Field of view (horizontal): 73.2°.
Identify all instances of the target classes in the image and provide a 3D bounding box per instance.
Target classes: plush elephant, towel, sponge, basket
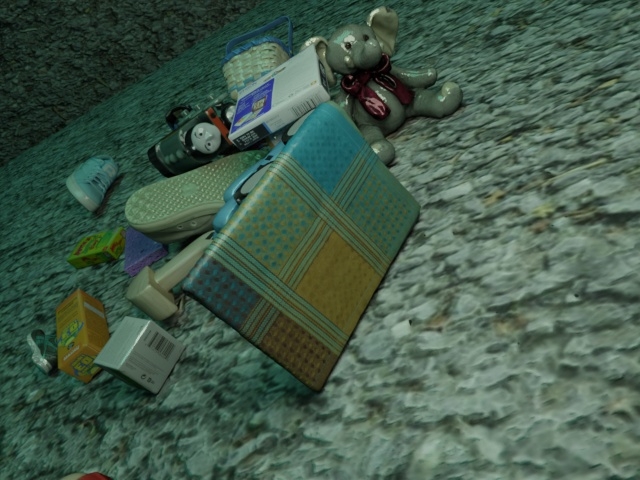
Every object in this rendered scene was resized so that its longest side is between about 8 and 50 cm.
[{"bbox_3d":[0.109,-0.368,0.964,0.272,0.255,0.330,-35,38,-1],"label":"plush elephant"},{"bbox_3d":[0.000,0.000,0.656,0.040,0.271,0.370,-4,46,54],"label":"towel"},{"bbox_3d":[-0.478,0.001,1.178,0.117,0.031,0.210,-33,38,1],"label":"sponge"},{"bbox_3d":[-0.203,-0.581,1.427,0.254,0.201,0.289,-12,75,24],"label":"basket"}]

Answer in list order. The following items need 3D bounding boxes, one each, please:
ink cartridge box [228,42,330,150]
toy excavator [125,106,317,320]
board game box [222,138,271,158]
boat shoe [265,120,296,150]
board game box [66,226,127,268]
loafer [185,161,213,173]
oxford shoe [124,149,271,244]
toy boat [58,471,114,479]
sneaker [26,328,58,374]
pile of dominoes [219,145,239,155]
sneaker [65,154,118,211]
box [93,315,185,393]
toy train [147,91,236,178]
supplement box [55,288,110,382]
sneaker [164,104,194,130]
[{"bbox_3d":[-0.084,-0.293,0.871,0.206,0.045,0.208,-25,41,19],"label":"ink cartridge box"},{"bbox_3d":[-0.146,-0.015,0.852,0.445,0.222,0.433,-4,44,50],"label":"toy excavator"},{"bbox_3d":[-0.212,-0.201,1.140,0.281,0.027,0.145,-31,39,5],"label":"board game box"},{"bbox_3d":[-0.019,-0.241,0.967,0.096,0.098,0.277,-31,0,27],"label":"boat shoe"},{"bbox_3d":[-0.653,0.023,1.269,0.181,0.043,0.092,-12,44,26],"label":"board game box"},{"bbox_3d":[-0.365,-0.230,1.297,0.220,0.080,0.078,17,61,45],"label":"loafer"},{"bbox_3d":[-0.226,-0.098,1.024,0.449,0.130,0.169,-15,59,1],"label":"oxford shoe"},{"bbox_3d":[-0.315,0.435,0.549,0.151,0.151,0.231,16,55,10],"label":"toy boat"},{"bbox_3d":[-0.638,0.251,1.021,0.076,0.065,0.166,-34,39,-27],"label":"sneaker"},{"bbox_3d":[-0.164,-0.311,1.202,0.251,0.040,0.196,-46,25,-10],"label":"pile of dominoes"},{"bbox_3d":[-0.828,-0.237,1.593,0.150,0.135,0.366,-38,39,0],"label":"sneaker"},{"bbox_3d":[-0.334,0.211,0.800,0.087,0.101,0.102,0,50,36],"label":"box"},{"bbox_3d":[-0.311,-0.255,1.091,0.334,0.142,0.190,2,45,53],"label":"toy train"},{"bbox_3d":[-0.532,0.206,0.966,0.078,0.080,0.233,-43,41,-7],"label":"supplement box"},{"bbox_3d":[-0.436,-0.397,1.455,0.130,0.147,0.330,-35,27,-2],"label":"sneaker"}]
